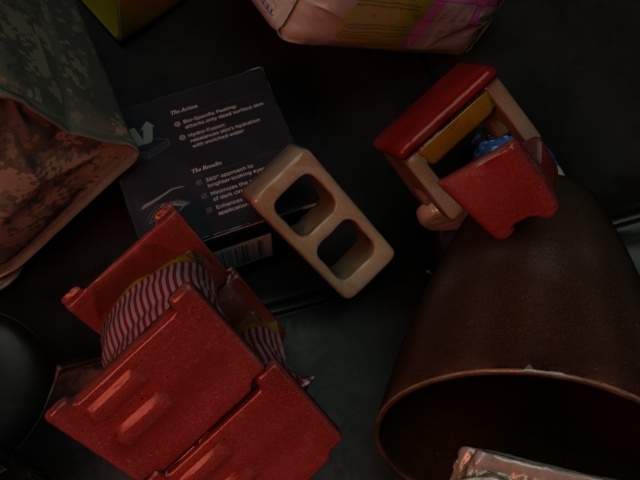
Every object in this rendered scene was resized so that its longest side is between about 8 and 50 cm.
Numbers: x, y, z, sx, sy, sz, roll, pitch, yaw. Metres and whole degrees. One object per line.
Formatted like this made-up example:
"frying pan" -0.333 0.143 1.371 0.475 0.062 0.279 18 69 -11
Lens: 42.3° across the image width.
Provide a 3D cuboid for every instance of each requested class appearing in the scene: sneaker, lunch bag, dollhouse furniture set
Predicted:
"sneaker" 0.147 -0.067 0.773 0.152 0.058 0.084 -18 70 -14
"lunch bag" -0.326 -0.089 0.715 0.287 0.169 0.235 -39 60 20
"dollhouse furniture set" 0.000 0.000 0.589 0.374 0.201 0.152 -43 112 -1

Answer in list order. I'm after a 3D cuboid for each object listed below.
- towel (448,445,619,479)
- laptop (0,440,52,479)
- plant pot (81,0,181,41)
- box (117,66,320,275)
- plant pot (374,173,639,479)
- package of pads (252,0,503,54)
"towel" 0.149 0.289 0.543 0.187 0.049 0.282 11 87 5
"laptop" -0.460 0.270 0.568 0.382 0.236 0.408 23 36 28
"plant pot" -0.190 -0.378 0.863 0.187 0.212 0.212 -32 67 -26
"box" -0.098 -0.051 0.747 0.156 0.093 0.158 -19 65 -11
"plant pot" 0.165 0.065 0.644 0.215 0.215 0.230 11 50 5
"package of pads" 0.027 -0.282 0.792 0.296 0.101 0.229 -9 56 -45
